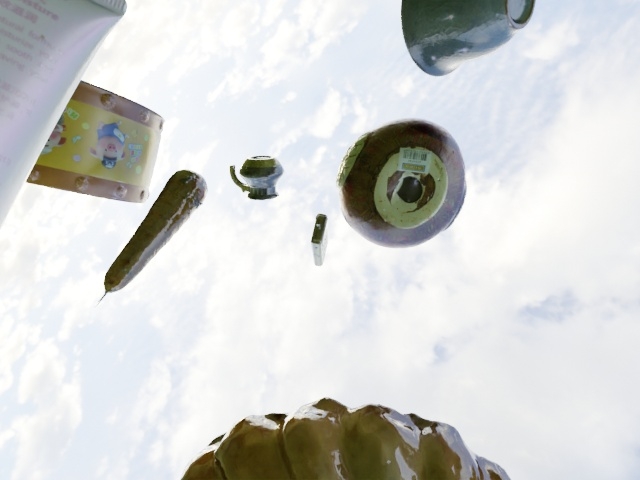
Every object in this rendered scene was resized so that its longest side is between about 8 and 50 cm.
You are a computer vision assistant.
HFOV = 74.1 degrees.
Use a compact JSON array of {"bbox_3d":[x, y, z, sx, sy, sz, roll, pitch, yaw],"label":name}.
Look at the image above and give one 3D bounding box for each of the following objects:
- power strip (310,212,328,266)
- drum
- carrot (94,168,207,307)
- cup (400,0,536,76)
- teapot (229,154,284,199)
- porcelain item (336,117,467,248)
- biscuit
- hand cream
[{"bbox_3d":[0.000,0.000,0.981,0.028,0.169,0.076,11,-113,7],"label":"power strip"},{"bbox_3d":[-0.577,-0.231,0.944,0.431,0.431,0.214,16,-87,45],"label":"drum"},{"bbox_3d":[-0.285,-0.010,0.723,0.078,0.078,0.298,-10,-138,38],"label":"carrot"},{"bbox_3d":[0.248,-0.367,0.669,0.150,0.199,0.199,24,-97,49],"label":"cup"},{"bbox_3d":[-0.185,-0.182,1.227,0.165,0.130,0.119,6,-69,18],"label":"teapot"},{"bbox_3d":[0.148,-0.111,0.816,0.252,0.253,0.253,-21,-127,31],"label":"porcelain item"},{"bbox_3d":[0.018,0.280,0.336,0.325,0.326,0.107,-39,-168,17],"label":"biscuit"},{"bbox_3d":[-0.305,-0.092,0.332,0.118,0.185,0.359,-1,-110,58],"label":"hand cream"}]
